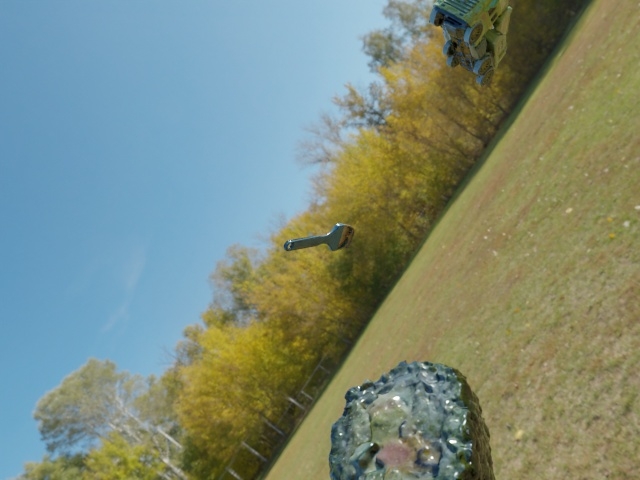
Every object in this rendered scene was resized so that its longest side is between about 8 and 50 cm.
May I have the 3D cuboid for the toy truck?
[{"bbox_3d":[0.226,-0.303,0.674,0.100,0.077,0.169,-51,-28,8],"label":"toy truck"}]

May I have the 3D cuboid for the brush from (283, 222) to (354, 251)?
[{"bbox_3d":[0.000,0.000,0.805,0.164,0.014,0.051,-10,-58,-45],"label":"brush"}]

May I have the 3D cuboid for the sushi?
[{"bbox_3d":[0.166,0.399,0.891,0.294,0.178,0.352,-20,22,20],"label":"sushi"}]
